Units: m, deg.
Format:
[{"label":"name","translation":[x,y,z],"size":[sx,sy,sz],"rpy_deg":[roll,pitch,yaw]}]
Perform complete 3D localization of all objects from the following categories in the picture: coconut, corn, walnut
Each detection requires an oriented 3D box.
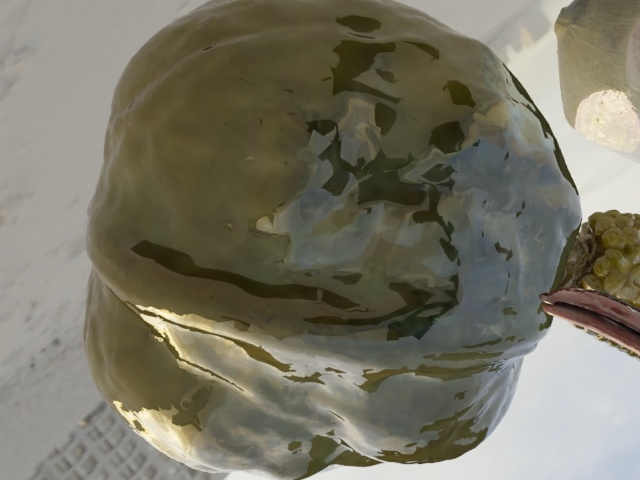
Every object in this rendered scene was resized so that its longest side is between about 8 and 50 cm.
[{"label":"coconut","translation":[0.347,-0.188,0.842],"size":[0.227,0.230,0.227],"rpy_deg":[-61,-171,17]},{"label":"corn","translation":[0.275,0.058,0.610],"size":[0.097,0.262,0.097],"rpy_deg":[-63,-174,11]},{"label":"walnut","translation":[0.000,0.002,0.507],"size":[0.282,0.277,0.253],"rpy_deg":[103,-7,-46]}]

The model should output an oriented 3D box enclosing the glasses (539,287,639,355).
[{"label":"glasses","translation":[0.193,-0.028,0.209],"size":[0.118,0.234,0.268],"rpy_deg":[0,-164,-22]}]
